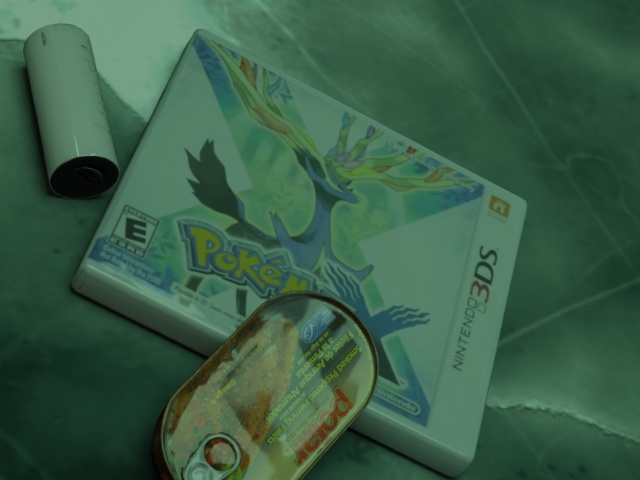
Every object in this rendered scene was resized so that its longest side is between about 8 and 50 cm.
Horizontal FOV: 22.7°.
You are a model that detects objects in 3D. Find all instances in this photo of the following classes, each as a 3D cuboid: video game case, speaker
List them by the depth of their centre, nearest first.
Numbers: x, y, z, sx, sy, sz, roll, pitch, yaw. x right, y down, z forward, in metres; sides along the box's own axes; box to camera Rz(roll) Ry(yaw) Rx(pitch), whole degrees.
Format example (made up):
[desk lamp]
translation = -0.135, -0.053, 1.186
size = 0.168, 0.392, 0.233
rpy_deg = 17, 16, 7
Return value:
[speaker]
translation = -0.193, -0.100, 1.233
size = 0.055, 0.055, 0.136
rpy_deg = 3, 53, -29
[video game case]
translation = 0.000, 0.000, 1.278
size = 0.329, 0.036, 0.300
rpy_deg = 27, 45, -8

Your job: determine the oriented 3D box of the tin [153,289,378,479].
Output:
[tin]
translation = -0.037, 0.117, 1.128
size = 0.106, 0.040, 0.189
rpy_deg = 43, 59, 5
